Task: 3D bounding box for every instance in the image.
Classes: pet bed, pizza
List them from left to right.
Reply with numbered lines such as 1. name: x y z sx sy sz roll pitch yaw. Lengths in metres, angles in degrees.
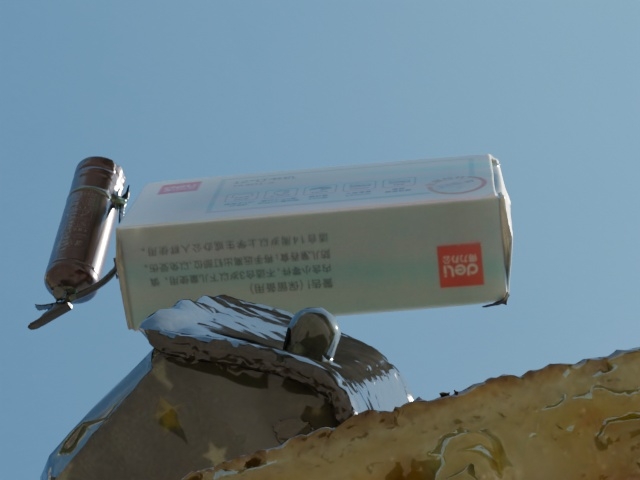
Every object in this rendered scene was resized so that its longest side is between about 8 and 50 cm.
1. pet bed: -0.022 0.112 0.950 0.183 0.211 0.159 45 -81 7
2. pizza: 0.070 0.157 0.720 0.257 0.268 0.087 -17 -128 13

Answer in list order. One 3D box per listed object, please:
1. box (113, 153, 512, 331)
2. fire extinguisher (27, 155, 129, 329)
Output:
1. box: 0.000 0.000 1.286 0.269 0.135 0.079 -5 -75 5
2. fire extinguisher: -0.182 0.000 1.459 0.078 0.045 0.157 -17 -140 26
